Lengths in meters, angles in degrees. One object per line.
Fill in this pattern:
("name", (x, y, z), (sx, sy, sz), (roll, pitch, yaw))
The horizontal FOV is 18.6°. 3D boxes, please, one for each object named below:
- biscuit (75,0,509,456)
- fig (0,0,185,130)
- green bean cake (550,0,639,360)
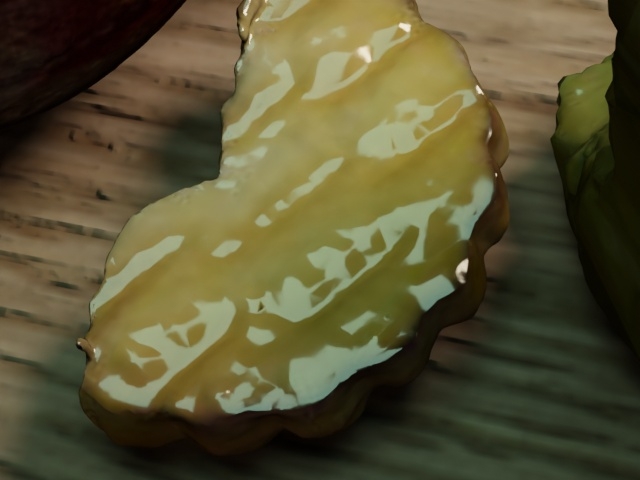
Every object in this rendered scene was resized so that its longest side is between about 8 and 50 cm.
("biscuit", (0.000, 0.000, 0.641), (0.118, 0.061, 0.183), (22, 65, 15))
("fig", (-0.090, -0.133, 0.646), (0.250, 0.203, 0.186), (-6, 40, -1))
("green bean cake", (0.152, -0.030, 0.542), (0.124, 0.236, 0.233), (-29, 63, -12))
